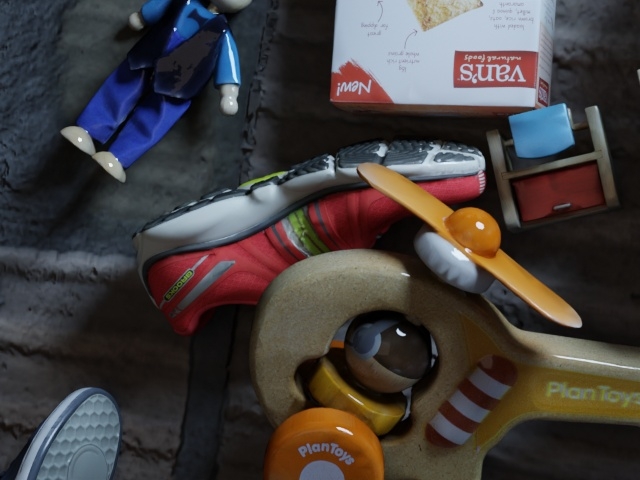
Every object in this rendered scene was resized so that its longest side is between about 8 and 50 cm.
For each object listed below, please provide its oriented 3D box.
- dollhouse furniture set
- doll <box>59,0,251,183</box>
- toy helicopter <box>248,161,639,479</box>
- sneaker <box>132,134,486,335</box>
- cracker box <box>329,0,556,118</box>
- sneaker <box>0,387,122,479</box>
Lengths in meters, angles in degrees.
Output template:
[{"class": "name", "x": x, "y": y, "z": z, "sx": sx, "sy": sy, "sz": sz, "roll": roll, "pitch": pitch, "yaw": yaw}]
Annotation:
[{"class": "dollhouse furniture set", "x": 0.211, "y": -0.039, "z": 1.217, "sx": 0.183, "sy": 0.129, "sz": 0.129, "roll": -13, "pitch": 82, "yaw": 14}, {"class": "doll", "x": -0.114, "y": -0.133, "z": 1.365, "sx": 0.129, "sy": 0.046, "sz": 0.189, "roll": 38, "pitch": 90, "yaw": 25}, {"class": "toy helicopter", "x": 0.128, "y": 0.076, "z": 1.220, "sx": 0.355, "sy": 0.140, "sz": 0.235, "roll": 5, "pitch": 111, "yaw": 0}, {"class": "sneaker", "x": 0.000, "y": 0.000, "z": 1.309, "sx": 0.279, "sy": 0.107, "sz": 0.118, "roll": -17, "pitch": 99, "yaw": 17}, {"class": "cracker box", "x": 0.095, "y": -0.208, "z": 1.299, "sx": 0.156, "sy": 0.067, "sz": 0.232, "roll": 2, "pitch": 86, "yaw": 17}, {"class": "sneaker", "x": -0.260, "y": 0.205, "z": 1.358, "sx": 0.163, "sy": 0.086, "sz": 0.226, "roll": 6, "pitch": 59, "yaw": 40}]
